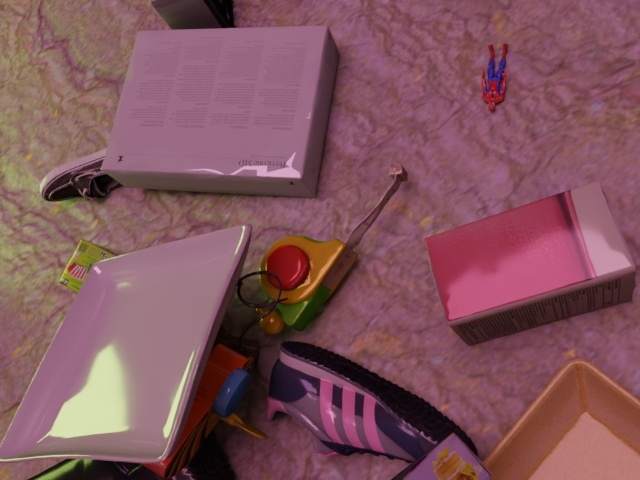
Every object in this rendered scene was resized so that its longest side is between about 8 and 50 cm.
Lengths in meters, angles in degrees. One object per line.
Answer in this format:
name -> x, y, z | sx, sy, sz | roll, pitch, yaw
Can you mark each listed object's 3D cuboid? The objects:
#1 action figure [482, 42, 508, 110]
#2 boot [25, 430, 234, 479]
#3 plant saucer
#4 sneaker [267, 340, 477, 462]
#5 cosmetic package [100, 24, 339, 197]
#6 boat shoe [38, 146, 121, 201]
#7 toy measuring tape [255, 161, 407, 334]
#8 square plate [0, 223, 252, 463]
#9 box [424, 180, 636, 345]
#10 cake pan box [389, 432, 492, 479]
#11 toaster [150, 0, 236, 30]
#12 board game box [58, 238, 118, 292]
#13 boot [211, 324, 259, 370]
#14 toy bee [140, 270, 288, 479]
action figure -> 0.276, -0.258, 1.060 | 0.038, 0.030, 0.115 | 3, 75, 19
boot -> -0.394, 0.359, 1.072 | 0.445, 0.146, 0.367 | -35, 60, 13
plant saucer -> 0.334, 0.367, 0.781 | 0.333, 0.081, 0.333 | 40, 90, 28
sneaker -> 0.060, 0.260, 0.936 | 0.319, 0.112, 0.131 | 24, 99, 32
cosmetic package -> -0.174, -0.230, 1.184 | 0.377, 0.097, 0.284 | 5, 72, 18
boat shoe -> -0.443, -0.116, 1.286 | 0.219, 0.078, 0.070 | -24, 66, 10
toy measuring tape -> 0.000, 0.000, 1.038 | 0.121, 0.121, 0.330 | 34, 87, 29
square plate -> -0.264, 0.149, 0.932 | 0.347, 0.049, 0.344 | -12, 46, 33
box -> 0.275, 0.038, 0.884 | 0.232, 0.148, 0.126 | -19, 64, 15
cake pan box -> 0.052, 0.350, 0.762 | 0.246, 0.267, 0.070 | -32, 70, -25
toaster -> -0.246, -0.489, 1.277 | 0.110, 0.185, 0.168 | -14, 67, 14
board game box -> -0.382, 0.072, 1.213 | 0.181, 0.043, 0.092 | 22, 82, 28
boot -> -0.140, 0.152, 1.084 | 0.114, 0.037, 0.106 | 12, 90, 29
toy bee -> -0.140, 0.214, 0.960 | 0.298, 0.162, 0.195 | -35, 65, -21
